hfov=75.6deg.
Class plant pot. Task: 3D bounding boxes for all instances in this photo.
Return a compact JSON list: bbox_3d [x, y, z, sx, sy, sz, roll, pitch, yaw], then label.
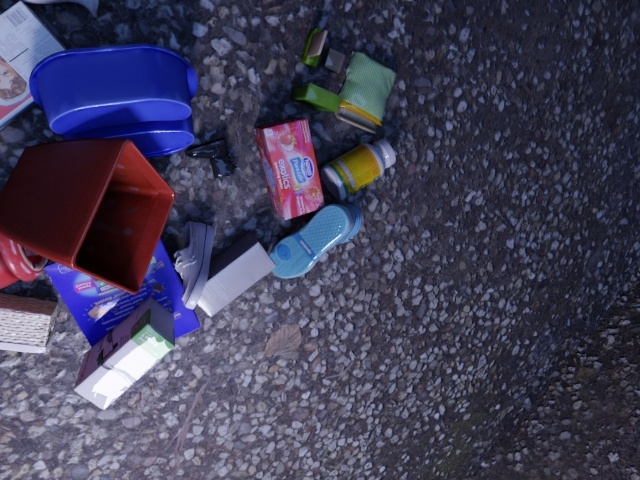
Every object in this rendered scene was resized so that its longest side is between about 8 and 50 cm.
[{"bbox_3d":[-0.510,-0.060,0.889,0.235,0.267,0.268,12,72,6],"label":"plant pot"},{"bbox_3d":[-0.737,0.019,0.919,0.174,0.191,0.191,-15,111,-13],"label":"plant pot"}]

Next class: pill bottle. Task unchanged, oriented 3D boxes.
[{"bbox_3d":[0.116,-0.218,1.238,0.208,0.117,0.118,-32,115,-11],"label":"pill bottle"}]

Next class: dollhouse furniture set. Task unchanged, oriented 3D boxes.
[{"bbox_3d":[0.096,-0.432,1.142,0.301,0.151,0.198,15,100,-26],"label":"dollhouse furniture set"}]

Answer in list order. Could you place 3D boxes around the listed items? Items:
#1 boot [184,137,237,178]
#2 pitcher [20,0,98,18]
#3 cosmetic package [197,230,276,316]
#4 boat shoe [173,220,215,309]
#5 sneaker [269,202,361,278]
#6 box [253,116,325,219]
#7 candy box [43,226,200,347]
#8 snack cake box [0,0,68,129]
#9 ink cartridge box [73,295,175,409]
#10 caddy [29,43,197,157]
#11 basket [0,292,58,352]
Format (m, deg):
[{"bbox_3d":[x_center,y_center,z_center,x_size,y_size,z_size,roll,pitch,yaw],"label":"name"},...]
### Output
[{"bbox_3d":[-0.293,-0.214,1.116,0.121,0.045,0.099,-21,116,-16],"label":"boot"},{"bbox_3d":[-0.575,-0.577,0.853,0.207,0.125,0.178,2,81,-30],"label":"pitcher"},{"bbox_3d":[-0.256,0.091,1.181,0.238,0.127,0.107,-41,117,-7],"label":"cosmetic package"},{"bbox_3d":[-0.337,0.053,1.074,0.088,0.268,0.096,19,138,-23],"label":"boat shoe"},{"bbox_3d":[0.000,0.000,1.262,0.319,0.208,0.127,-35,83,27],"label":"sneaker"},{"bbox_3d":[-0.086,-0.204,1.157,0.128,0.122,0.257,-19,112,-17],"label":"box"},{"bbox_3d":[-0.508,0.139,1.096,0.268,0.122,0.317,-22,113,-15],"label":"candy box"},{"bbox_3d":[-0.676,-0.359,0.887,0.264,0.089,0.152,-40,119,-6],"label":"snack cake box"},{"bbox_3d":[-0.464,0.265,0.995,0.219,0.160,0.093,-42,116,-4],"label":"ink cartridge box"},{"bbox_3d":[-0.439,-0.309,0.915,0.341,0.241,0.179,-13,75,-18],"label":"caddy"},{"bbox_3d":[-0.753,0.201,1.022,0.167,0.113,0.103,17,96,-25],"label":"basket"}]
